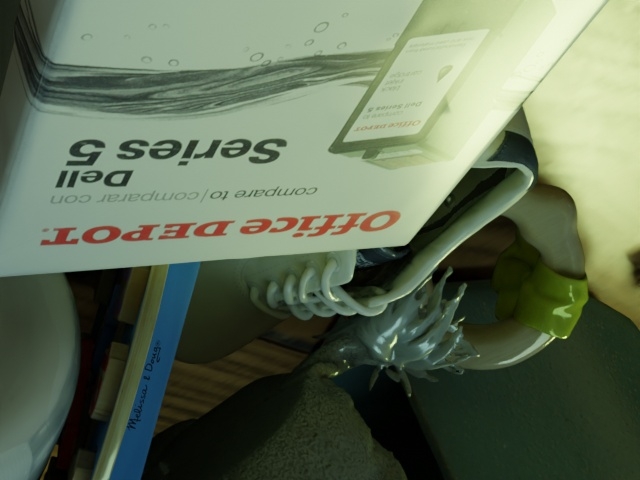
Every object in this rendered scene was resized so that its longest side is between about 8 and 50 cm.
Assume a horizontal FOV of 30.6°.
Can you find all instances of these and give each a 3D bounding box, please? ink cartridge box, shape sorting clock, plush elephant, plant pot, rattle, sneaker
[{"bbox_3d":[-0.008,-0.108,0.401,0.198,0.115,0.273,-4,149,-29],"label":"ink cartridge box"},{"bbox_3d":[-0.105,0.059,0.559,0.040,0.206,0.206,17,140,-18],"label":"shape sorting clock"},{"bbox_3d":[0.008,0.208,0.636,0.330,0.255,0.272,-39,-167,-10],"label":"plush elephant"},{"bbox_3d":[0.144,0.174,0.889,0.252,0.247,0.248,-11,153,-27],"label":"plant pot"},{"bbox_3d":[0.065,0.006,0.754,0.199,0.143,0.130,-9,122,11],"label":"rattle"},{"bbox_3d":[0.000,0.000,0.612,0.094,0.091,0.258,30,122,-35],"label":"sneaker"}]

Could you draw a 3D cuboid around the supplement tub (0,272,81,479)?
[{"bbox_3d":[-0.239,0.119,0.546,0.193,0.194,0.316,-3,142,-31],"label":"supplement tub"}]
